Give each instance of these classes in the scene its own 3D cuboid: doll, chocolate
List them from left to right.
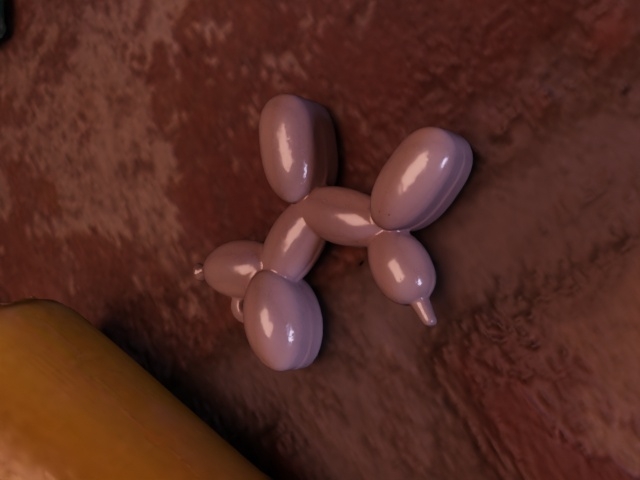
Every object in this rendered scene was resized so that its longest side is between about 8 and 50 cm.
[{"bbox_3d":[-0.056,0.213,0.595,0.445,0.162,0.162,35,105,18],"label":"chocolate"},{"bbox_3d":[0.000,0.000,0.607,0.161,0.059,0.160,15,95,26],"label":"doll"}]

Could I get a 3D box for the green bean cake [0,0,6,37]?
[{"bbox_3d":[-0.344,-0.213,0.744,0.208,0.107,0.193,-16,83,18],"label":"green bean cake"}]
